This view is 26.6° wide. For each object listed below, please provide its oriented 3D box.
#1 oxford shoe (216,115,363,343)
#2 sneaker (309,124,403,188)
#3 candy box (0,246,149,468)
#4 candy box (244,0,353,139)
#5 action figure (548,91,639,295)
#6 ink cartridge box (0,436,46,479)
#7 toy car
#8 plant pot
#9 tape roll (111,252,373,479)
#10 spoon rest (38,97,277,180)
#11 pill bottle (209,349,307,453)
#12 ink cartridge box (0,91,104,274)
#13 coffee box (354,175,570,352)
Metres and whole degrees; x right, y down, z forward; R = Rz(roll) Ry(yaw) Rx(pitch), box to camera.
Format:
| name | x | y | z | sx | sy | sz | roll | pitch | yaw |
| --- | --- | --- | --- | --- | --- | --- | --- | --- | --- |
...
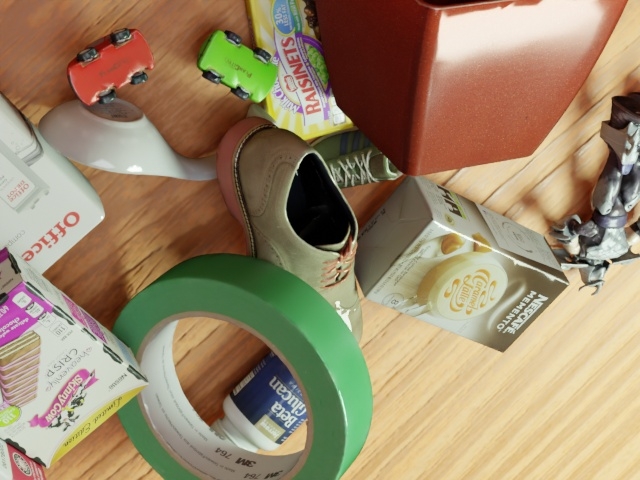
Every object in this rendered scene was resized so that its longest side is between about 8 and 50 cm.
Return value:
| name | x | y | z | sx | sy | sz | roll | pitch | yaw |
| --- | --- | --- | --- | --- | --- | --- | --- | --- | --- |
| oxford shoe | -0.012 | 0.021 | 1.576 | 0.123 | 0.130 | 0.348 | -44 | 131 | -23 |
| sneaker | 0.056 | -0.100 | 1.642 | 0.192 | 0.086 | 0.064 | -24 | 119 | -10 |
| candy box | -0.321 | 0.134 | 1.487 | 0.159 | 0.071 | 0.233 | -40 | 135 | 3 |
| candy box | -0.025 | -0.217 | 1.593 | 0.105 | 0.027 | 0.205 | -15 | 117 | -12 |
| action figure | 0.389 | -0.051 | 1.789 | 0.185 | 0.099 | 0.285 | -10 | 122 | -36 |
| ink cartridge box | -0.455 | 0.201 | 1.494 | 0.131 | 0.226 | 0.306 | -41 | 122 | 1 |
| toy car | -0.149 | -0.224 | 1.514 | 0.225 | 0.053 | 0.239 | 29 | 89 | -32 |
| plant pot | 0.145 | -0.225 | 1.523 | 0.267 | 0.267 | 0.235 | -11 | 129 | -26 |
| tape roll | -0.098 | 0.175 | 1.591 | 0.077 | 0.321 | 0.321 | -42 | 138 | -55 |
| spoon rest | -0.184 | -0.111 | 1.530 | 0.276 | 0.137 | 0.084 | -3 | 122 | -34 |
| pill bottle | -0.064 | 0.208 | 1.727 | 0.169 | 0.094 | 0.094 | -46 | 121 | 3 |
| ink cartridge box | -0.401 | -0.069 | 1.457 | 0.207 | 0.117 | 0.283 | -42 | 121 | 1 |
| coffee box | 0.175 | 0.031 | 1.710 | 0.247 | 0.098 | 0.141 | 22 | 120 | -34 |
